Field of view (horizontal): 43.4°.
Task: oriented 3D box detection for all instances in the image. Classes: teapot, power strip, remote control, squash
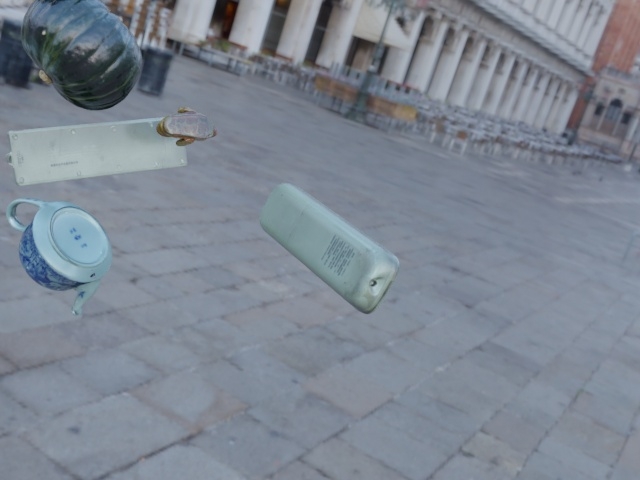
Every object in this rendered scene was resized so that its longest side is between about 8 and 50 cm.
[{"bbox_3d":[-0.471,0.021,1.431,0.232,0.159,0.159,56,12,-6],"label":"teapot"},{"bbox_3d":[-0.424,-0.179,1.580,0.367,0.106,0.043,-10,11,-26],"label":"power strip"},{"bbox_3d":[0.000,0.001,1.113,0.038,0.090,0.309,24,8,-38],"label":"remote control"},{"bbox_3d":[-0.416,-0.334,1.408,0.218,0.172,0.218,50,2,-2],"label":"squash"}]

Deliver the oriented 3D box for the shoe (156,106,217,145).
[{"bbox_3d":[-0.253,-0.216,1.512,0.109,0.072,0.069,-22,13,-34],"label":"shoe"}]
